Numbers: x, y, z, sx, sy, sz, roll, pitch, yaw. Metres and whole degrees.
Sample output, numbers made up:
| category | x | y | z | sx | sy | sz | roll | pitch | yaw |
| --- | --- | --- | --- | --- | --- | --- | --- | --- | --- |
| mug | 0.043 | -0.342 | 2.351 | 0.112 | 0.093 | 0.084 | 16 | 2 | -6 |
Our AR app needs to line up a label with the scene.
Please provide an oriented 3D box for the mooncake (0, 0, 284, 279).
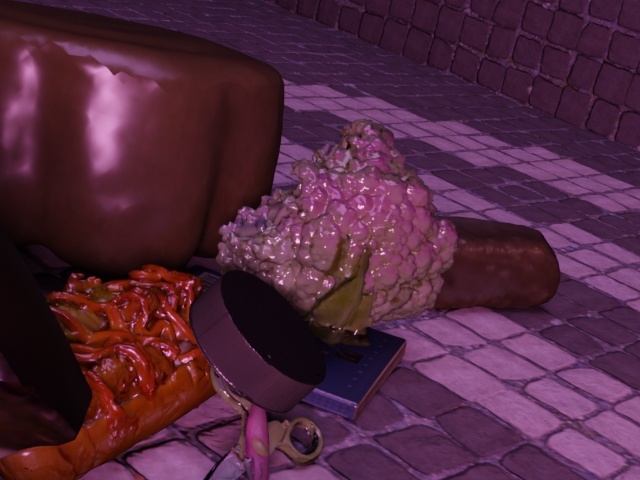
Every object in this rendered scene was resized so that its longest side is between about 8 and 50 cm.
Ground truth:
| category | x | y | z | sx | sy | sz | roll | pitch | yaw |
| --- | --- | --- | --- | --- | --- | --- | --- | --- | --- |
| mooncake | -0.281 | -0.135 | 1.371 | 0.467 | 0.262 | 0.467 | 9 | 15 | -2 |

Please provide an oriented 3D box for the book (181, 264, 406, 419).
| category | x | y | z | sx | sy | sz | roll | pitch | yaw |
| --- | --- | --- | --- | --- | --- | --- | --- | --- | --- |
| book | -0.057 | 0.103 | 1.238 | 0.269 | 0.025 | 0.191 | 19 | 21 | 14 |

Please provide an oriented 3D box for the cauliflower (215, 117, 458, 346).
| category | x | y | z | sx | sy | sz | roll | pitch | yaw |
| --- | --- | --- | --- | --- | --- | --- | --- | --- | --- |
| cauliflower | 0.000 | 0.000 | 1.279 | 0.256 | 0.238 | 0.315 | -25 | 18 | -22 |

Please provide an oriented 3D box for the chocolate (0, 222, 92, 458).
| category | x | y | z | sx | sy | sz | roll | pitch | yaw |
| --- | --- | --- | --- | --- | --- | --- | --- | --- | --- |
| chocolate | -0.342 | 0.058 | 0.733 | 0.314 | 0.297 | 0.326 | 55 | -9 | -7 |

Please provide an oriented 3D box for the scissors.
| category | x | y | z | sx | sy | sz | roll | pitch | yaw |
| --- | --- | --- | --- | --- | --- | --- | --- | --- | --- |
| scissors | -0.058 | 0.177 | 0.978 | 0.133 | 0.020 | 0.187 | 42 | 26 | -11 |

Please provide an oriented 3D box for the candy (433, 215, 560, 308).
| category | x | y | z | sx | sy | sz | roll | pitch | yaw |
| --- | --- | --- | --- | --- | --- | --- | --- | --- | --- |
| candy | 0.203 | 0.029 | 1.504 | 0.234 | 0.102 | 0.104 | 1 | 23 | -31 |

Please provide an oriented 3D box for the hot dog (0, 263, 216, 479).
| category | x | y | z | sx | sy | sz | roll | pitch | yaw |
| --- | --- | --- | --- | --- | --- | --- | --- | --- | --- |
| hot dog | -0.187 | 0.101 | 1.008 | 0.158 | 0.117 | 0.349 | 26 | 22 | 20 |

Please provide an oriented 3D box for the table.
| category | x | y | z | sx | sy | sz | roll | pitch | yaw |
| --- | --- | --- | --- | --- | --- | --- | --- | --- | --- |
| table | -0.056 | 0.090 | 1.042 | 0.133 | 0.043 | 0.133 | 41 | 20 | -19 |
